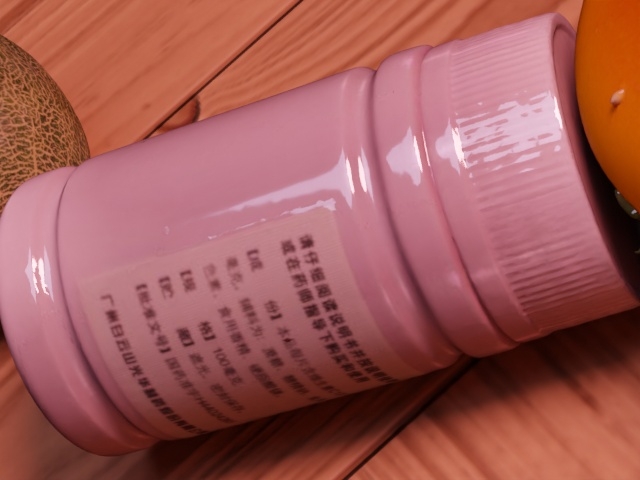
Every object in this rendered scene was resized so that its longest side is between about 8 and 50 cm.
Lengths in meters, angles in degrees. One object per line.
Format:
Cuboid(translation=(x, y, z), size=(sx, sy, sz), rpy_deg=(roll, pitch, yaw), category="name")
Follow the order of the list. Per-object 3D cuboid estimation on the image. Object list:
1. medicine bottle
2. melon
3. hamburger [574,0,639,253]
Cuboid(translation=(0.000, 0.000, 0.725), size=(0.250, 0.133, 0.133), rpy_deg=(-18, 51, 19), category="medicine bottle")
Cuboid(translation=(-0.185, -0.038, 0.856), size=(0.139, 0.139, 0.192), rpy_deg=(-42, 50, -3), category="melon")
Cuboid(translation=(0.206, -0.079, 0.636), size=(0.246, 0.170, 0.246), rpy_deg=(-15, 54, 22), category="hamburger")
